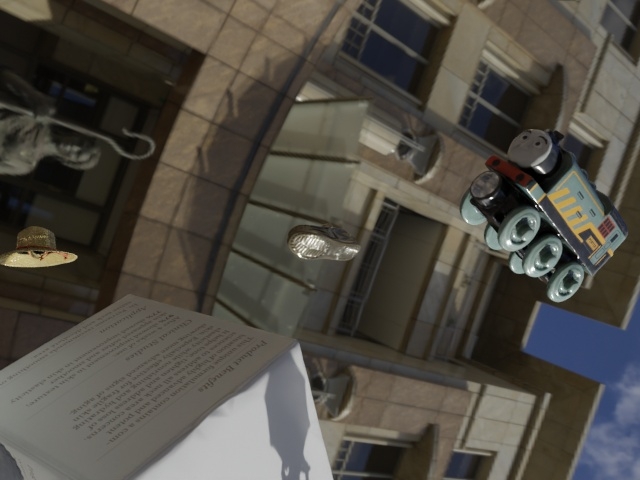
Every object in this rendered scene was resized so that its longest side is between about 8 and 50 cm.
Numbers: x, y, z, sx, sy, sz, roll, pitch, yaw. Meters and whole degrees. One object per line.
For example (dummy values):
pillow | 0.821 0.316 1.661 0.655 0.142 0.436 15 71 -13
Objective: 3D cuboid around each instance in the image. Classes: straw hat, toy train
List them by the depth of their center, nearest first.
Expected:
toy train | 0.367 -0.039 1.109 0.190 0.334 0.142 -49 -142 3
straw hat | -0.530 0.007 1.273 0.144 0.144 0.061 -18 -106 44

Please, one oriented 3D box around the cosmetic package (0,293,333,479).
cosmetic package | -0.243 0.319 0.994 0.394 0.329 0.327 9 -60 40

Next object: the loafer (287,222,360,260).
loafer | 0.000 0.000 1.122 0.056 0.148 0.050 -51 -132 24

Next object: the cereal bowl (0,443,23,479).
cereal bowl | -0.397 0.189 0.516 0.339 0.339 0.141 -11 -106 47
